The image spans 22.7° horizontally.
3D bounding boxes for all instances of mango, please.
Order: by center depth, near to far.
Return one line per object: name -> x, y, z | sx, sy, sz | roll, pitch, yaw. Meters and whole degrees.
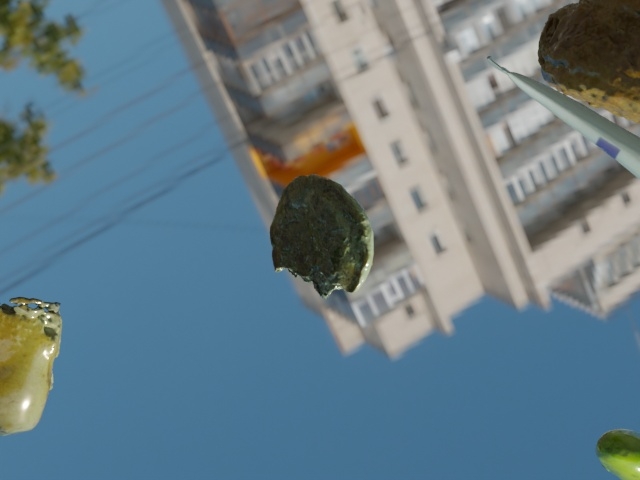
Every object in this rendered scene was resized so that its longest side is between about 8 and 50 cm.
mango -> 0.338, 0.237, 1.746 | 0.073, 0.108, 0.056 | 26, -89, 41

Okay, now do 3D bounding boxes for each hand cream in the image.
hand cream -> 0.282, -0.066, 1.343 | 0.067, 0.321, 0.109 | -56, 169, 9

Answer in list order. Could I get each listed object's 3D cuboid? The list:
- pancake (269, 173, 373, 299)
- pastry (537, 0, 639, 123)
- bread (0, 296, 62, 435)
pancake -> 0.000, -0.005, 1.510 | 0.129, 0.116, 0.023 | 28, -155, 37
pastry -> 0.355, -0.184, 1.759 | 0.132, 0.240, 0.235 | -64, -172, -1
bread -> -0.280, 0.112, 1.388 | 0.103, 0.110, 0.156 | 3, 165, -10
